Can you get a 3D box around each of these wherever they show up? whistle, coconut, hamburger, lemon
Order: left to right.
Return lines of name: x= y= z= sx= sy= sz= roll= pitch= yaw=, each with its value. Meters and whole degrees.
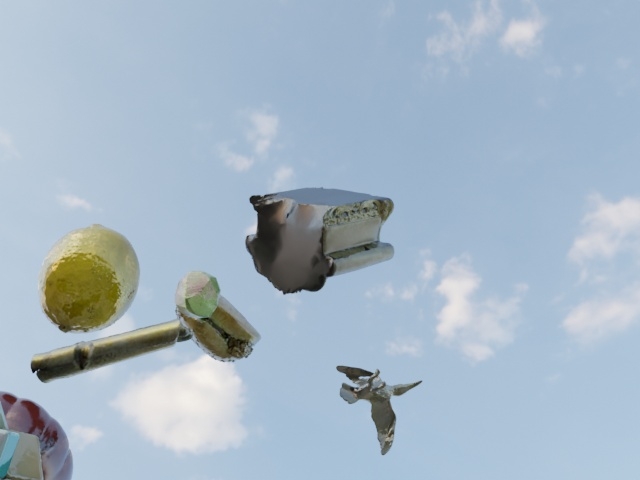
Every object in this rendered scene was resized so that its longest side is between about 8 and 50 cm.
lemon: x=-0.552 y=0.094 z=1.575 sx=0.236 sy=0.236 sz=0.263 roll=26 pitch=-98 yaw=-8
whistle: x=-0.408 y=0.214 z=1.284 sx=0.327 sy=0.057 sz=0.068 roll=-15 pitch=-29 yaw=8
coconut: x=-0.211 y=0.092 z=1.135 sx=0.083 sy=0.082 sz=0.081 roll=60 pitch=-26 yaw=-13
hamburger: x=-0.236 y=0.194 z=1.477 sx=0.122 sy=0.215 sz=0.189 roll=-46 pitch=-53 yaw=-9

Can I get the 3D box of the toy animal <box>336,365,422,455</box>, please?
toy animal: x=0.123 y=0.298 z=1.286 sx=0.155 sy=0.219 sz=0.095 roll=-26 pitch=-42 yaw=6

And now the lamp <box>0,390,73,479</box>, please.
lamp: x=-0.618 y=0.428 z=1.215 sx=0.304 sy=0.257 sz=0.302 roll=-2 pitch=-71 yaw=-7

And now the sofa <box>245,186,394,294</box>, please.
sofa: x=0.000 y=0.000 z=1.308 sx=0.258 sy=0.200 sz=0.181 roll=13 pitch=-70 yaw=44

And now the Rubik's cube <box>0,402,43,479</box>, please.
Rubik's cube: x=-0.492 y=0.332 z=0.900 sx=0.213 sy=0.265 sz=0.224 roll=-9 pitch=-37 yaw=42
